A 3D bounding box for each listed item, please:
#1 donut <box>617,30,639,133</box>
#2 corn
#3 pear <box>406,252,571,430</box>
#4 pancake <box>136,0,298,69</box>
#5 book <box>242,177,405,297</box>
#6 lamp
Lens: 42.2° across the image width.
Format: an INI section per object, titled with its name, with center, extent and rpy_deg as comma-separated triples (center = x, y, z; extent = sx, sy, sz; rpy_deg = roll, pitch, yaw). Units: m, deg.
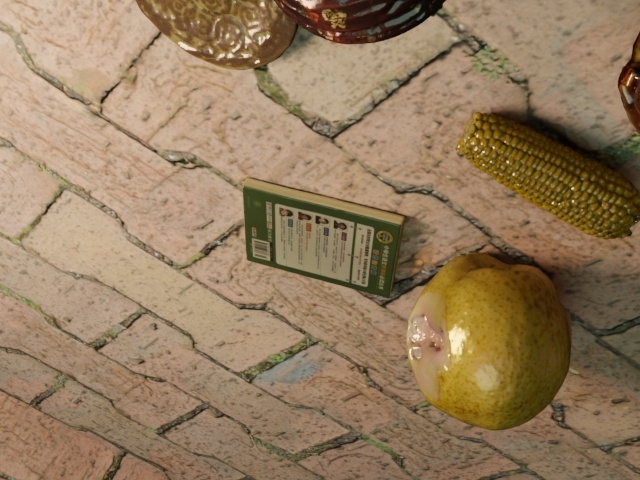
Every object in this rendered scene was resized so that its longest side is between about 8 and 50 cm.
[donut]
center = 0.424, -0.171, 0.814
extent = 0.216, 0.096, 0.230
rpy_deg = 25, 142, -12
[corn]
center = 0.303, -0.085, 1.093
extent = 0.260, 0.091, 0.091
rpy_deg = 26, 164, -3
[pear]
center = 0.258, 0.150, 1.278
extent = 0.271, 0.271, 0.271
rpy_deg = 13, 142, 10
[pancake]
center = -0.137, -0.319, 1.053
extent = 0.250, 0.031, 0.250
rpy_deg = 13, 141, 11
[book]
center = 0.000, 0.000, 1.383
extent = 0.264, 0.027, 0.202
rpy_deg = 14, 141, 9
[lamp]
center = 0.048, -0.312, 0.833
extent = 0.247, 0.247, 0.247
rpy_deg = 13, 142, 10
